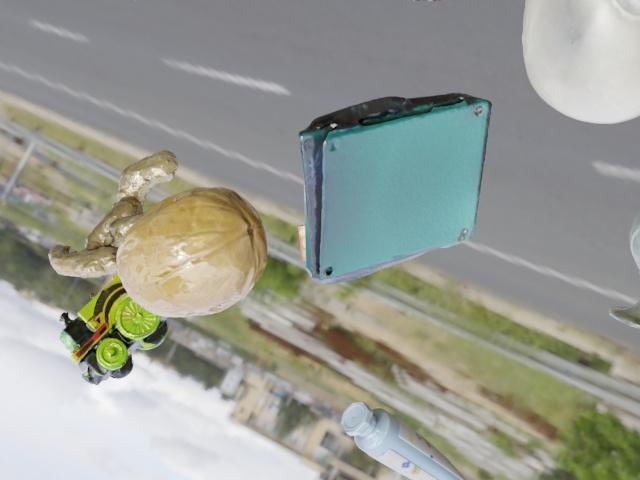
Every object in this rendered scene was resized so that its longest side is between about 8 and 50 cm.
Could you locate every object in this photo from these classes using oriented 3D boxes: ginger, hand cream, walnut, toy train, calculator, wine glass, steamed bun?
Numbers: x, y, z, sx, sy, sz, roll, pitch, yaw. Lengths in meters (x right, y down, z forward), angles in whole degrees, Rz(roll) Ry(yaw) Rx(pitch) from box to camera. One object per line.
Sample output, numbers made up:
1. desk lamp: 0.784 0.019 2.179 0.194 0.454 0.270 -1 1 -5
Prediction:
1. ginger: -0.302 -0.031 1.697 0.149 0.258 0.065 38 169 47
2. hand cream: 0.086 0.201 1.042 0.170 0.043 0.065 37 179 -34
3. walnut: -0.158 0.017 1.391 0.197 0.165 0.165 -15 149 30
4. toy train: -0.340 0.119 1.978 0.160 0.296 0.100 41 164 9
5. calculator: 0.096 -0.076 1.480 0.058 0.274 0.248 50 150 46
6. wine glass: 0.584 0.032 1.901 0.126 0.241 0.126 12 -168 -3
7. steamed bun: 0.282 -0.229 1.103 0.177 0.228 0.130 27 -153 31

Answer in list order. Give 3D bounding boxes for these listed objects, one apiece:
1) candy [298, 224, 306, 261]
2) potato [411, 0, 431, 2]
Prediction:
1. candy: 0.000 0.000 1.862 0.038 0.062 0.122 -7 -178 17
2. potato: 0.126 -0.499 1.912 0.261 0.120 0.100 20 132 -6
